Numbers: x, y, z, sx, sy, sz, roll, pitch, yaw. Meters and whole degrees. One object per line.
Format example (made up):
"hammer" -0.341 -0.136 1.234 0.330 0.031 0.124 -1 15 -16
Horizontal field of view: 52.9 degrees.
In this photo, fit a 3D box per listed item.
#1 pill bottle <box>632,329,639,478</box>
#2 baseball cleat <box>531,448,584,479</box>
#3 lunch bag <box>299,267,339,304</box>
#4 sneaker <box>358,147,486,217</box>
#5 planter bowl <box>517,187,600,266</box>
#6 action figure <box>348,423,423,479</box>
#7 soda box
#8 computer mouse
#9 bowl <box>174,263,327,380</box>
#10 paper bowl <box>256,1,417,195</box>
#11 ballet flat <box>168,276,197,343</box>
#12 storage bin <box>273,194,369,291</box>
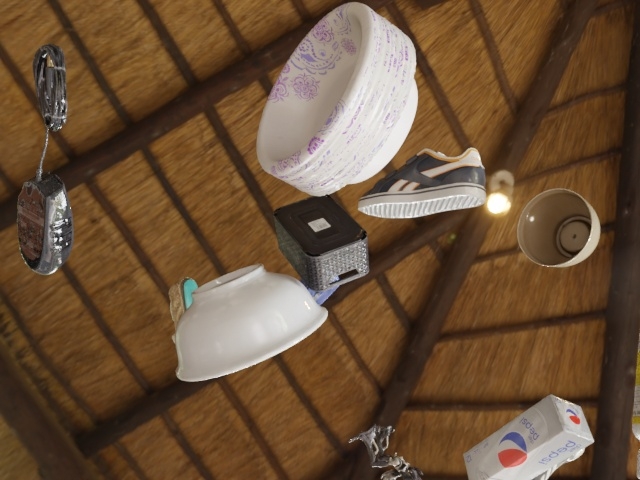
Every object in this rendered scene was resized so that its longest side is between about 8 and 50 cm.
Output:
"pill bottle" 0.456 0.200 0.800 0.119 0.208 0.119 11 -14 3
"baseball cleat" 0.507 0.501 1.478 0.206 0.072 0.109 -39 -54 0
"lunch bag" 0.003 0.108 1.620 0.067 0.065 0.098 36 -79 -33
"sneaker" 0.231 -0.129 1.477 0.321 0.126 0.127 -7 -108 38
"planter bowl" 0.508 -0.017 1.335 0.162 0.109 0.162 -16 -113 43
"action figure" 0.189 0.626 1.699 0.141 0.164 0.275 -40 -110 22
"soda box" 0.449 0.459 1.419 0.098 0.091 0.286 24 -53 -24
"computer mouse" -0.279 -0.079 0.672 0.071 0.041 0.242 25 -69 38
"bowl" -0.147 0.130 1.181 0.298 0.298 0.134 -16 -81 37
"paper bowl" 0.036 -0.202 0.988 0.148 0.284 0.284 27 -42 -28
"ballet flat" -0.293 0.185 1.405 0.067 0.073 0.206 -12 -101 36
"storage bin" 0.000 0.000 1.201 0.180 0.122 0.084 48 -29 49
